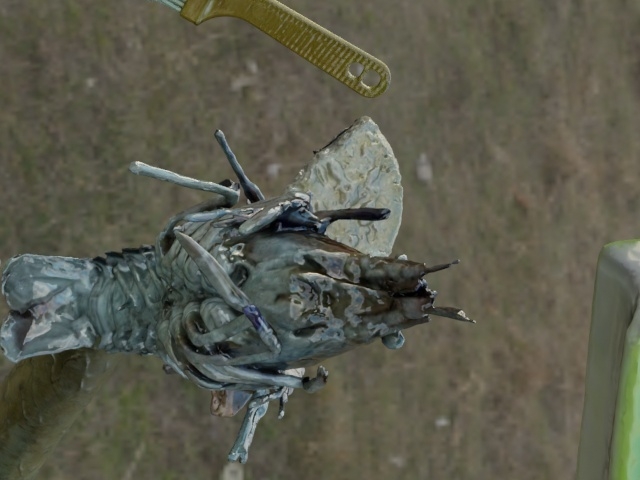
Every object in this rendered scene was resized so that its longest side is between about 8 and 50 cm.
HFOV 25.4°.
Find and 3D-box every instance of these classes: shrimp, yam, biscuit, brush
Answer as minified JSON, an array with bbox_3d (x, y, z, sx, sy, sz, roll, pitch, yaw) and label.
[{"bbox_3d":[-0.077,0.036,0.961,0.166,0.410,0.221,0,87,-33],"label":"shrimp"},{"bbox_3d":[-0.255,0.149,1.279,0.083,0.371,0.083,21,41,-19],"label":"yam"},{"bbox_3d":[0.000,0.000,1.700,0.281,0.084,0.179,-45,114,-19],"label":"biscuit"},{"bbox_3d":[-0.038,-0.176,1.117,0.218,0.082,0.010,29,32,-10],"label":"brush"}]

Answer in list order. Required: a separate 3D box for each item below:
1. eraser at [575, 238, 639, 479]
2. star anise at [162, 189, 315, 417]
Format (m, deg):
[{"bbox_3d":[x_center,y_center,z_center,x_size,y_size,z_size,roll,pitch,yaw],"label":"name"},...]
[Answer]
[{"bbox_3d":[0.237,0.129,0.727,0.092,0.210,0.274,-94,-179,-59],"label":"eraser"},{"bbox_3d":[-0.065,0.057,1.235,0.063,0.172,0.208,26,60,-37],"label":"star anise"}]
